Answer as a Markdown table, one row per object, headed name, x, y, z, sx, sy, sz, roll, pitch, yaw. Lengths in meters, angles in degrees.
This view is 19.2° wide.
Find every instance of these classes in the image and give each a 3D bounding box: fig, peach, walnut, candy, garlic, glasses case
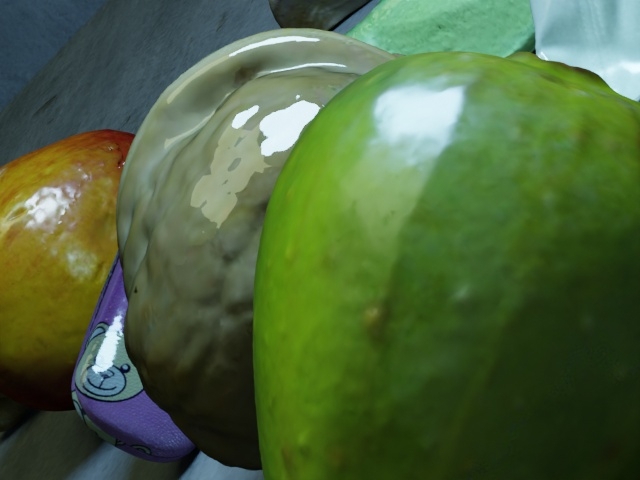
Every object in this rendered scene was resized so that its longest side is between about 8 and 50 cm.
| name | x | y | z | sx | sy | sz | roll | pitch | yaw |
| --- | --- | --- | --- | --- | --- | --- | --- | --- | --- |
| fig | 0.083 | 0.060 | 0.991 | 0.258 | 0.258 | 0.326 | -11 | 62 | 62 |
| peach | -0.227 | 0.020 | 1.774 | 0.281 | 0.238 | 0.281 | -36 | -31 | -25 |
| walnut | 0.000 | 0.000 | 1.258 | 0.285 | 0.285 | 0.296 | -42 | -2 | 21 |
| candy | 0.071 | -0.135 | 1.602 | 0.343 | 0.132 | 0.142 | -40 | -22 | 22 |
| garlic | 0.007 | -0.298 | 2.097 | 0.196 | 0.101 | 0.087 | -34 | 22 | 39 |
| glasses case | -0.123 | 0.048 | 1.626 | 0.076 | 0.123 | 0.316 | -45 | 21 | 46 |

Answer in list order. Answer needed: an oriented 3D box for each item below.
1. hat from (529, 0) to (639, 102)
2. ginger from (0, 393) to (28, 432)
| name | x | y | z | sx | sy | sz | roll | pitch | yaw |
| --- | --- | --- | --- | --- | --- | --- | --- | --- | --- |
| hat | 0.283 | -0.188 | 1.223 | 0.301 | 0.168 | 0.258 | -29 | -3 | -14 |
| ginger | -0.315 | 0.116 | 1.992 | 0.205 | 0.115 | 0.081 | -39 | 4 | 18 |
